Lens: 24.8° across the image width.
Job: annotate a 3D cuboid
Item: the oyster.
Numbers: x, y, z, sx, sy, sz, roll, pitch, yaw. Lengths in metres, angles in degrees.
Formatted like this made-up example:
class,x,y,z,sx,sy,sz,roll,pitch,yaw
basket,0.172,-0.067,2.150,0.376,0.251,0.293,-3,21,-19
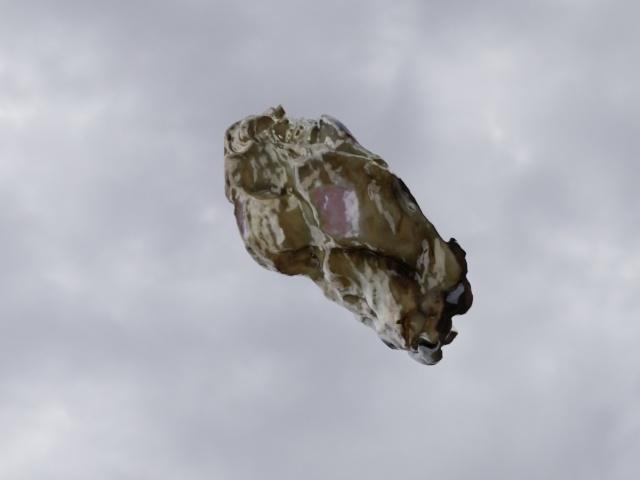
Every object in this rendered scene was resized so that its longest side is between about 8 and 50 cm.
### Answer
class,x,y,z,sx,sy,sz,roll,pitch,yaw
oyster,0.000,0.000,0.787,0.081,0.191,0.163,-33,-73,-12
